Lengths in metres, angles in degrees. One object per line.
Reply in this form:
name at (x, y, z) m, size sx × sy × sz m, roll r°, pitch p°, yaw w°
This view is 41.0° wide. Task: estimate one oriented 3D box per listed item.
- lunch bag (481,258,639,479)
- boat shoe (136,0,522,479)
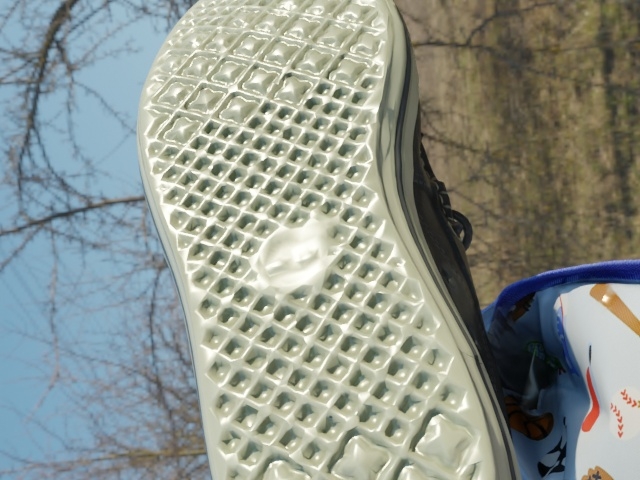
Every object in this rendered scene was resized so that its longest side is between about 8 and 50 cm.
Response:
lunch bag at (0.297, 0.149, 0.530) m, size 0.385 × 0.328 × 0.239 m, roll 7°, pitch 76°, yaw 66°
boat shoe at (0.000, 0.000, 0.528) m, size 0.156 × 0.187 × 0.500 m, roll 65°, pitch -171°, yaw -51°
